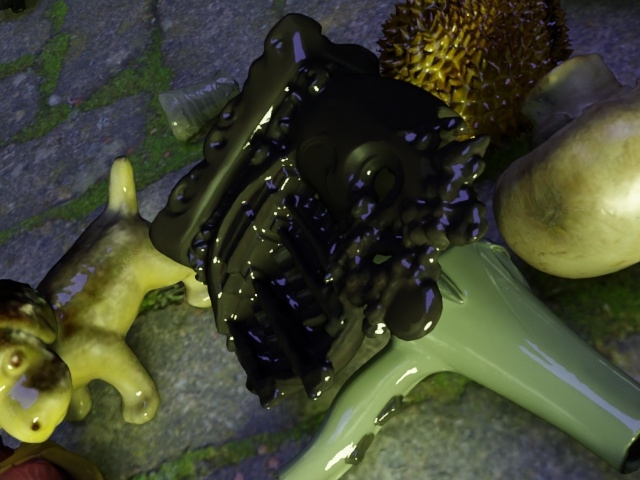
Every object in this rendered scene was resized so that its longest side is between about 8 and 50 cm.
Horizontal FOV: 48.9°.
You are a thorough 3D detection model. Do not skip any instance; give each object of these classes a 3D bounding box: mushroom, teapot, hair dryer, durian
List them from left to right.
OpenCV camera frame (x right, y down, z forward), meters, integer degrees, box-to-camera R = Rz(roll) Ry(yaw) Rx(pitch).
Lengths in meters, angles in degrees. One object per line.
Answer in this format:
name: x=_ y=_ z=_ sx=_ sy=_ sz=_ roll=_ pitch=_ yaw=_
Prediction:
teapot: x=-0.124 y=-0.146 z=0.742 sx=0.083 sy=0.057 sz=0.067 roll=-25 pitch=20 yaw=1
hair dryer: x=0.075 y=0.119 z=0.429 sx=0.229 sy=0.092 sz=0.267 roll=14 pitch=73 yaw=42
durian: x=0.116 y=-0.140 z=0.562 sx=0.168 sy=0.137 sz=0.158 roll=-30 pitch=69 yaw=15
mushroom: x=0.185 y=-0.051 z=0.440 sx=0.166 sy=0.166 sz=0.127 roll=-27 pitch=82 yaw=7

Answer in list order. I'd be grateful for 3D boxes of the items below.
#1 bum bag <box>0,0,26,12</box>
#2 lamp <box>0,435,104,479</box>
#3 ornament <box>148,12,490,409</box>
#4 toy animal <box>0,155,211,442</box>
bum bag: x=-0.441 y=-0.423 z=1.106 sx=0.197 sy=0.049 sz=0.087 roll=-51 pitch=26 yaw=-13
lamp: x=-0.186 y=0.206 z=0.480 sx=0.253 sy=0.118 sz=0.118 roll=11 pitch=62 yaw=29
ornament: x=0.000 y=0.000 z=0.453 sx=0.251 sy=0.106 sz=0.260 roll=-54 pitch=39 yaw=22
toy animal: x=-0.186 y=0.068 z=0.546 sx=0.121 sy=0.168 sz=0.233 roll=6 pitch=47 yaw=31
